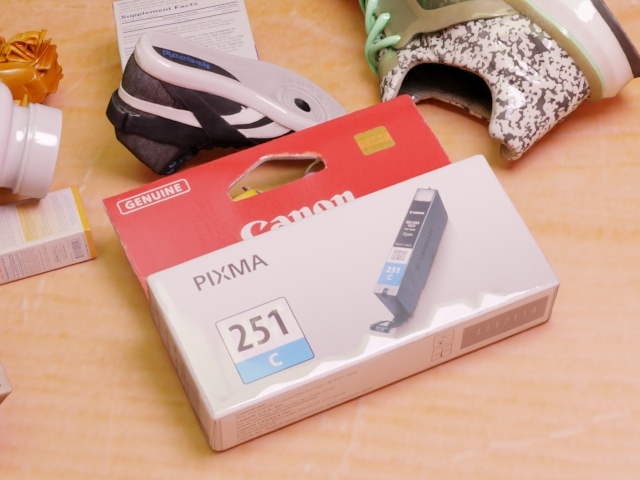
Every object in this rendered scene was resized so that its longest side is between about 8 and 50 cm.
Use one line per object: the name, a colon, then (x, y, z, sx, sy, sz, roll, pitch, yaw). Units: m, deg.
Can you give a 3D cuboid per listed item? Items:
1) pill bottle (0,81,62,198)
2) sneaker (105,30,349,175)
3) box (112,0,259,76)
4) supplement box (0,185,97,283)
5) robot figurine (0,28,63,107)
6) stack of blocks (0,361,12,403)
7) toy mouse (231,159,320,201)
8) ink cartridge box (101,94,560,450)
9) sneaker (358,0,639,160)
pill bottle: (-0.320, -0.090, 1.372, 0.193, 0.108, 0.108, 10, 41, -17)
sneaker: (-0.087, -0.102, 1.464, 0.217, 0.121, 0.079, 20, 35, -22)
box: (-0.124, -0.170, 1.538, 0.126, 0.072, 0.137, -11, 45, -3)
supplement box: (-0.248, -0.004, 1.406, 0.098, 0.036, 0.062, -15, 45, -9)
robot figurine: (-0.394, -0.124, 1.515, 0.291, 0.085, 0.211, -3, 43, 4)
stack of blocks: (-0.397, 0.089, 1.178, 0.297, 0.087, 0.171, -17, 73, -38)
toy mouse: (-0.015, -0.018, 1.395, 0.143, 0.031, 0.161, 20, 50, 25)
ink cartridge box: (0.000, 0.000, 1.315, 0.296, 0.066, 0.261, -21, 59, -14)
sneaker: (0.089, -0.202, 1.510, 0.182, 0.158, 0.410, -47, 50, -13)
